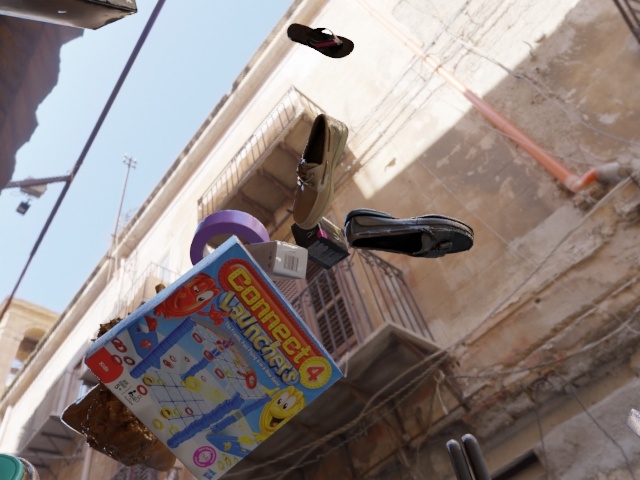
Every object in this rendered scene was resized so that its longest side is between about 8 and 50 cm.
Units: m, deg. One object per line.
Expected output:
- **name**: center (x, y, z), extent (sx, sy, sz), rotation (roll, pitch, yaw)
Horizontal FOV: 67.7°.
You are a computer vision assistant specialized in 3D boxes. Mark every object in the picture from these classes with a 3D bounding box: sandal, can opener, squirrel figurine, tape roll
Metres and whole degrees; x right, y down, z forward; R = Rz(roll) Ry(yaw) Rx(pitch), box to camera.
- **sandal**: center (0.001, -0.515, 1.217), extent (0.179, 0.067, 0.040), rotation (16, -17, -5)
- **can opener**: center (0.346, 0.556, 1.001), extent (0.074, 0.281, 0.093), rotation (-18, -10, -4)
- **squirrel figurine**: center (-0.362, 0.283, 1.065), extent (0.280, 0.371, 0.397), rotation (30, -23, -4)
- **tape roll**: center (-0.316, 0.033, 1.683), extent (0.274, 0.090, 0.275), rotation (-2, -59, -3)

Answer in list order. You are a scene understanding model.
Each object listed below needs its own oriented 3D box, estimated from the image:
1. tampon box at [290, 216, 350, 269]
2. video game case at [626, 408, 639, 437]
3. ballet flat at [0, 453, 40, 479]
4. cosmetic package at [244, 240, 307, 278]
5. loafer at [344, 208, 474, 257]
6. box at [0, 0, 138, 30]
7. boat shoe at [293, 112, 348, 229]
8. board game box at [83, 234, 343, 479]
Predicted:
- **tampon box**: center (0.000, 0.000, 1.548), extent (0.101, 0.121, 0.161), rotation (-36, -40, 19)
- **video game case**: center (0.483, 0.255, 0.450), extent (0.284, 0.204, 0.025), rotation (17, -85, 10)
- **ballet flat**: center (-0.326, 0.299, 0.326), extent (0.107, 0.316, 0.106), rotation (13, -63, 22)
- **cosmetic package**: center (-0.155, 0.060, 1.270), extent (0.230, 0.086, 0.117), rotation (-6, -17, 42)
- **loafer**: center (0.178, 0.001, 0.960), extent (0.267, 0.084, 0.096), rotation (7, -51, 0)
- **box**: center (-0.354, -0.417, 0.583), extent (0.103, 0.184, 0.262), rotation (-4, -79, 30)
- **boat shoe**: center (-0.024, -0.203, 1.413), extent (0.110, 0.121, 0.342), rotation (11, -84, -51)
- **board game box**: center (-0.171, 0.205, 0.821), extent (0.301, 0.086, 0.308), rotation (-38, -75, -5)
